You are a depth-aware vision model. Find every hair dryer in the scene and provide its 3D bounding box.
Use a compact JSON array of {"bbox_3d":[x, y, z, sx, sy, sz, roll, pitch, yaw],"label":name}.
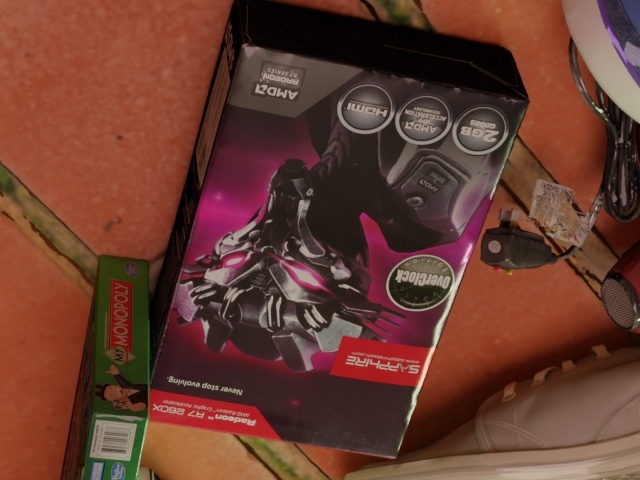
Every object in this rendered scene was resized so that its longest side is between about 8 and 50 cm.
[{"bbox_3d":[0.286,-0.031,1.510,0.294,0.080,0.223,21,99,-32],"label":"hair dryer"}]

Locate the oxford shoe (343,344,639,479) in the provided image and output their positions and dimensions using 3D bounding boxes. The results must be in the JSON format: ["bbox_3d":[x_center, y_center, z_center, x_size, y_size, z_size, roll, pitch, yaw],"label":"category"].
[{"bbox_3d":[0.228,0.164,1.636,0.449,0.130,0.169,-17,154,21],"label":"oxford shoe"}]

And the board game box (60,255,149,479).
[{"bbox_3d":[-0.187,0.202,1.556,0.046,0.213,0.317,7,122,-11],"label":"board game box"}]

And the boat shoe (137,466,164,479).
[{"bbox_3d":[-0.118,0.279,1.701,0.070,0.077,0.219,-14,132,4],"label":"boat shoe"}]

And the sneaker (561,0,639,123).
[{"bbox_3d":[0.361,-0.154,1.393,0.236,0.130,0.323,-28,133,36],"label":"sneaker"}]

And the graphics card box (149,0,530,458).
[{"bbox_3d":[0.000,0.000,1.514,0.233,0.094,0.370,11,121,-13],"label":"graphics card box"}]
